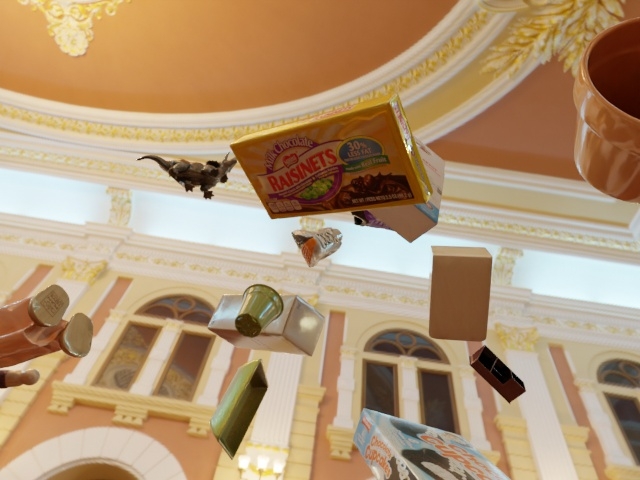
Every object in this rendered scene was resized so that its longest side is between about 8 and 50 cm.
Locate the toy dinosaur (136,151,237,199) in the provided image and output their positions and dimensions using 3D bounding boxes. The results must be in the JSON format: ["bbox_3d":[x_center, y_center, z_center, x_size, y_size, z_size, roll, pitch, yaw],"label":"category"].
[{"bbox_3d":[-0.396,-0.203,1.414,0.314,0.160,0.120,-2,-69,-22],"label":"toy dinosaur"}]

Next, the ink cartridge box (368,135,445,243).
[{"bbox_3d":[0.136,-0.093,0.735,0.104,0.180,0.060,37,-49,-11],"label":"ink cartridge box"}]

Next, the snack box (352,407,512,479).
[{"bbox_3d":[0.178,0.326,0.595,0.187,0.322,0.060,20,-92,-13],"label":"snack box"}]

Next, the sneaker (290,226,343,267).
[{"bbox_3d":[0.000,0.000,1.198,0.121,0.262,0.099,-28,-94,-2],"label":"sneaker"}]

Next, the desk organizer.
[{"bbox_3d":[0.415,0.313,1.086,0.130,0.047,0.050,44,-70,3],"label":"desk organizer"}]

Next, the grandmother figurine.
[{"bbox_3d":[-0.546,0.171,0.730,0.343,0.104,0.207,-22,-71,12],"label":"grandmother figurine"}]

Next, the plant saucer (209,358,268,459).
[{"bbox_3d":[-0.186,0.374,1.042,0.045,0.188,0.188,19,-34,13],"label":"plant saucer"}]

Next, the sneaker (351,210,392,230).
[{"bbox_3d":[0.185,-0.088,1.554,0.146,0.102,0.293,-18,-22,23],"label":"sneaker"}]

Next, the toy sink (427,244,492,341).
[{"bbox_3d":[0.374,0.139,1.265,0.153,0.131,0.234,1,-79,10],"label":"toy sink"}]

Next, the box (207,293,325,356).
[{"bbox_3d":[-0.158,0.236,1.320,0.311,0.121,0.148,-6,-38,41],"label":"box"}]

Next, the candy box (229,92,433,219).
[{"bbox_3d":[0.003,-0.076,0.478,0.206,0.027,0.105,-4,-57,39],"label":"candy box"}]

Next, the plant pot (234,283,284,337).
[{"bbox_3d":[-0.119,0.135,0.843,0.083,0.079,0.083,6,-63,13],"label":"plant pot"}]

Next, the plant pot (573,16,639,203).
[{"bbox_3d":[0.554,-0.196,0.760,0.291,0.290,0.203,-1,-34,8],"label":"plant pot"}]
